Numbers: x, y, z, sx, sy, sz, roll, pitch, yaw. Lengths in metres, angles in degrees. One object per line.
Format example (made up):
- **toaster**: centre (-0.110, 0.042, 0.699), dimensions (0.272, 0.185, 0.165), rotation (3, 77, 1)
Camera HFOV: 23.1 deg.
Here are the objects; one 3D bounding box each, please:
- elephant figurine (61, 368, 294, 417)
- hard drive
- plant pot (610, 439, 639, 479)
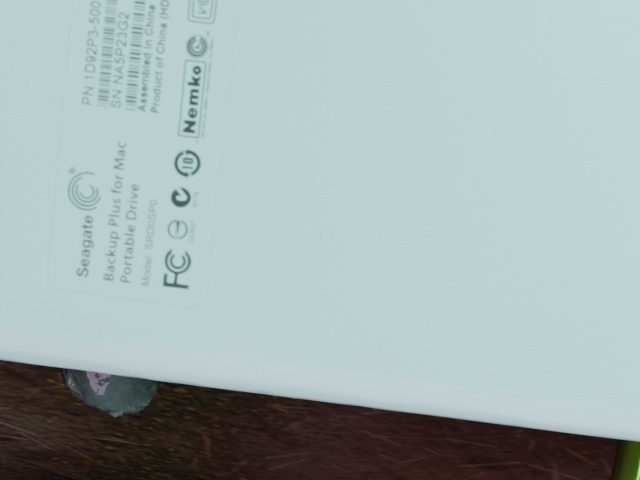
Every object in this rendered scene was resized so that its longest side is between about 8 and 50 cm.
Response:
- **elephant figurine**: centre (0.000, 0.000, 0.671), dimensions (0.239, 0.186, 0.169), rotation (18, 111, -44)
- **hard drive**: centre (0.023, -0.049, 0.487), dimensions (0.307, 0.203, 0.040), rotation (7, -170, 1)
- **plant pot**: centre (0.253, 0.102, 0.617), dimensions (0.207, 0.227, 0.228), rotation (15, 176, -8)
